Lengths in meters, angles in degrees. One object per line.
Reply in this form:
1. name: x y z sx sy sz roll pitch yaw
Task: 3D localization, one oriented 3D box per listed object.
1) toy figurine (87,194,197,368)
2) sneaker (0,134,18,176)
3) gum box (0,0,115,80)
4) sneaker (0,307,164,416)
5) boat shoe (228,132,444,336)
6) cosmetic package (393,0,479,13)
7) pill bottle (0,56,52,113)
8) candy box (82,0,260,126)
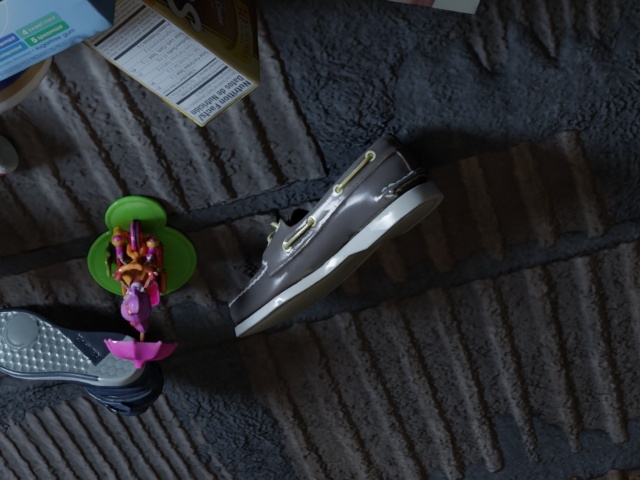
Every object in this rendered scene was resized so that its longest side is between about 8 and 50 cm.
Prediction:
1. toy figurine: -0.205 0.063 2.020 0.130 0.159 0.173 -4 136 -3
2. sneaker: -0.408 -0.098 1.900 0.158 0.061 0.065 27 134 -30
3. gum box: -0.295 -0.226 1.526 0.157 0.041 0.184 -22 136 22
4. sneaker: -0.301 0.152 2.155 0.226 0.086 0.163 12 165 16
5. boat shoe: 0.000 0.000 2.026 0.324 0.097 0.116 -39 168 34
6. cosmetic package: 0.022 -0.326 1.660 0.296 0.129 0.153 6 134 -13
7. pill bottle: -0.372 -0.251 1.675 0.153 0.153 0.265 -15 135 9
8. candy box: -0.196 -0.267 1.656 0.087 0.183 0.316 -34 130 29
